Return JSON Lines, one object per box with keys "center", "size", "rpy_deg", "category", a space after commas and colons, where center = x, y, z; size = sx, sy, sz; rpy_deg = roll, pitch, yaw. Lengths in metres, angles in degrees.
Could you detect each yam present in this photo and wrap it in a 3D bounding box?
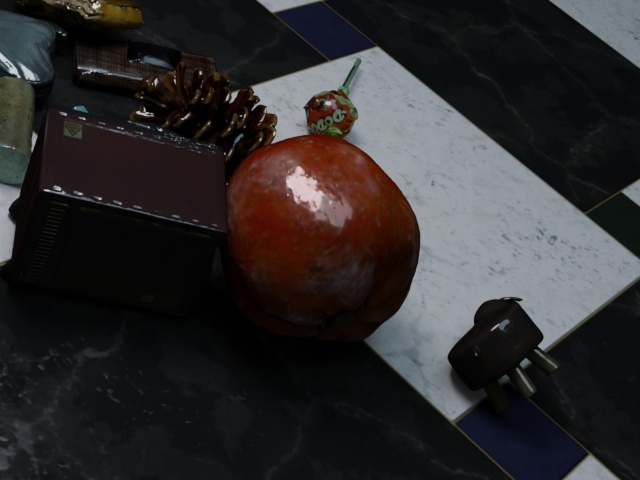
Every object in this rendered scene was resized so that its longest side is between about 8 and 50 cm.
{"center": [-0.421, -0.152, 1.675], "size": [0.068, 0.068, 0.169], "rpy_deg": [11, 39, -21], "category": "yam"}

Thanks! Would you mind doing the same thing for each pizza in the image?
{"center": [-0.391, -0.362, 1.920], "size": [0.226, 0.069, 0.147], "rpy_deg": [16, 12, 7], "category": "pizza"}

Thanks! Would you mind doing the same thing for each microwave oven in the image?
{"center": [-0.252, -0.036, 1.548], "size": [0.247, 0.178, 0.188], "rpy_deg": [13, 39, -20], "category": "microwave oven"}

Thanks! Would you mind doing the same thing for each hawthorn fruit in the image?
{"center": [0.000, 0.000, 1.593], "size": [0.284, 0.284, 0.284], "rpy_deg": [17, 38, -14], "category": "hawthorn fruit"}

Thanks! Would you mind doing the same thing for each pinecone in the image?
{"center": [-0.173, -0.157, 1.756], "size": [0.212, 0.168, 0.185], "rpy_deg": [18, 21, -34], "category": "pinecone"}

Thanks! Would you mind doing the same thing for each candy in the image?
{"center": [0.035, -0.253, 2.089], "size": [0.084, 0.078, 0.287], "rpy_deg": [40, 31, -12], "category": "candy"}

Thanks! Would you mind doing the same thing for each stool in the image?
{"center": [0.253, 0.149, 1.707], "size": [0.121, 0.125, 0.217], "rpy_deg": [49, 19, 0], "category": "stool"}

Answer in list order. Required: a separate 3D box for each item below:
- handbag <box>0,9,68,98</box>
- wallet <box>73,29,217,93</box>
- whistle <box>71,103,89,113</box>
{"center": [-0.529, -0.291, 1.778], "size": [0.332, 0.075, 0.191], "rpy_deg": [10, 37, -18], "category": "handbag"}
{"center": [-0.269, -0.267, 1.929], "size": [0.230, 0.042, 0.124], "rpy_deg": [7, 40, -18], "category": "wallet"}
{"center": [-0.299, -0.117, 1.735], "size": [0.039, 0.039, 0.186], "rpy_deg": [-12, 51, -41], "category": "whistle"}
